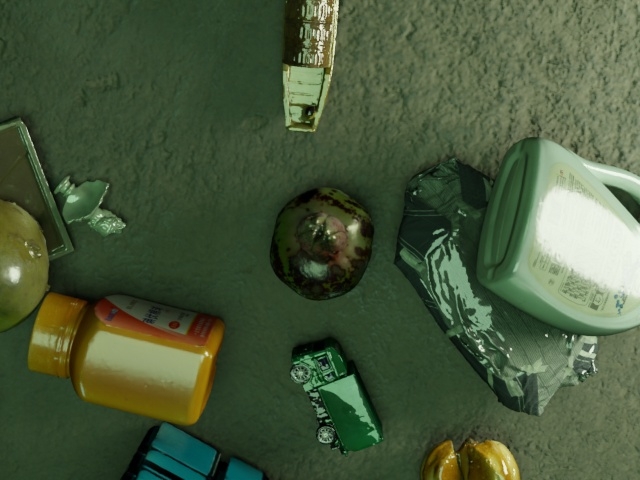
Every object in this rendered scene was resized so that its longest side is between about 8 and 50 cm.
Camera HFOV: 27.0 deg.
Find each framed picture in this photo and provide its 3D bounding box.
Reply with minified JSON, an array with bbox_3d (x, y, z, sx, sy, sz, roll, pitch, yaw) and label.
[{"bbox_3d":[-0.454,-0.021,1.634,0.260,0.023,0.189,-23,109,-12],"label":"framed picture"}]

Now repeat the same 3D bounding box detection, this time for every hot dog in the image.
[{"bbox_3d":[0.207,0.413,1.717,0.135,0.100,0.337,-7,102,13],"label":"hot dog"}]

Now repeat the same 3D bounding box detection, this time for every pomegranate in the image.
[{"bbox_3d":[0.009,0.005,1.603,0.125,0.163,0.138,28,81,-19],"label":"pomegranate"}]

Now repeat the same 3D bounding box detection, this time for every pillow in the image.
[{"bbox_3d":[0.209,0.059,1.632,0.161,0.092,0.335,-38,97,-8],"label":"pillow"}]

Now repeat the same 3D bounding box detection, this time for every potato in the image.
[{"bbox_3d":[-0.420,0.047,1.596,0.202,0.117,0.182,-3,110,-19],"label":"potato"}]

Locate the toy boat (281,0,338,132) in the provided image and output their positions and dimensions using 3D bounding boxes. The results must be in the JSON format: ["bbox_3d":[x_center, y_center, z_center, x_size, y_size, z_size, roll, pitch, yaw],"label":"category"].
[{"bbox_3d":[-0.016,-0.240,1.579,0.068,0.088,0.226,5,103,1],"label":"toy boat"}]

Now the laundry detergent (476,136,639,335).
[{"bbox_3d":[0.332,0.011,1.585,0.280,0.105,0.215,20,73,-22],"label":"laundry detergent"}]

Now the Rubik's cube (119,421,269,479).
[{"bbox_3d":[-0.168,0.437,1.649,0.283,0.288,0.293,26,101,-2],"label":"Rubik's cube"}]

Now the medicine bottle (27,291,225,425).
[{"bbox_3d":[-0.240,0.138,1.648,0.222,0.149,0.112,14,103,0],"label":"medicine bottle"}]

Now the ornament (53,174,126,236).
[{"bbox_3d":[-0.290,-0.043,1.665,0.068,0.041,0.092,-24,90,-14],"label":"ornament"}]

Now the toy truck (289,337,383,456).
[{"bbox_3d":[0.016,0.196,1.692,0.079,0.065,0.147,-24,101,6],"label":"toy truck"}]
